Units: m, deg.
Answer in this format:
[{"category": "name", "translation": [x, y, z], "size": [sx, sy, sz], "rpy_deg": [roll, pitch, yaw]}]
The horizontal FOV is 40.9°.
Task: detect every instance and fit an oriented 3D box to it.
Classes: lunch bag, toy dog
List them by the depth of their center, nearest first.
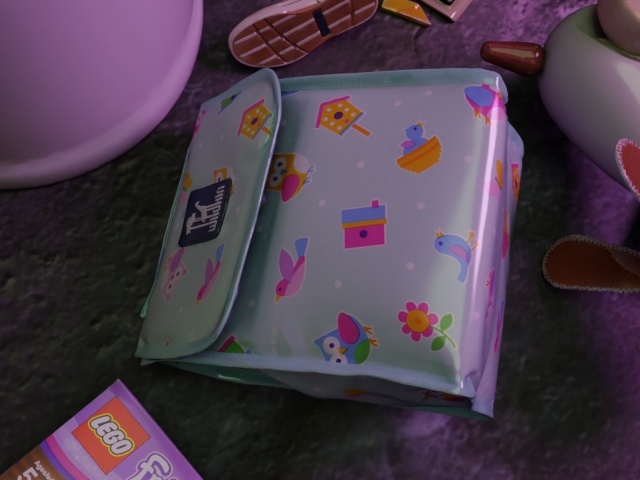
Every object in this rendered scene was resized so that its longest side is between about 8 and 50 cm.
[{"category": "lunch bag", "translation": [0.000, 0.000, 0.619], "size": [0.262, 0.160, 0.223], "rpy_deg": [5, 74, 20]}, {"category": "toy dog", "translation": [0.219, -0.059, 0.640], "size": [0.161, 0.220, 0.333], "rpy_deg": [-5, 47, -7]}]

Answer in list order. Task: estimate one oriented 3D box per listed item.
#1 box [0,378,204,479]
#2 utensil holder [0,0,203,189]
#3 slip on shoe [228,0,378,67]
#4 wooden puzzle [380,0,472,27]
[{"category": "box", "translation": [-0.121, 0.269, 0.572], "size": [0.201, 0.057, 0.293], "rpy_deg": [-40, 80, -16]}, {"category": "utensil holder", "translation": [-0.248, -0.251, 0.555], "size": [0.328, 0.385, 0.327], "rpy_deg": [1, 73, -5]}, {"category": "slip on shoe", "translation": [-0.018, -0.192, 0.742], "size": [0.135, 0.051, 0.041], "rpy_deg": [-28, 37, -5]}, {"category": "wooden puzzle", "translation": [0.110, -0.241, 0.782], "size": [0.079, 0.014, 0.116], "rpy_deg": [29, 72, 4]}]
